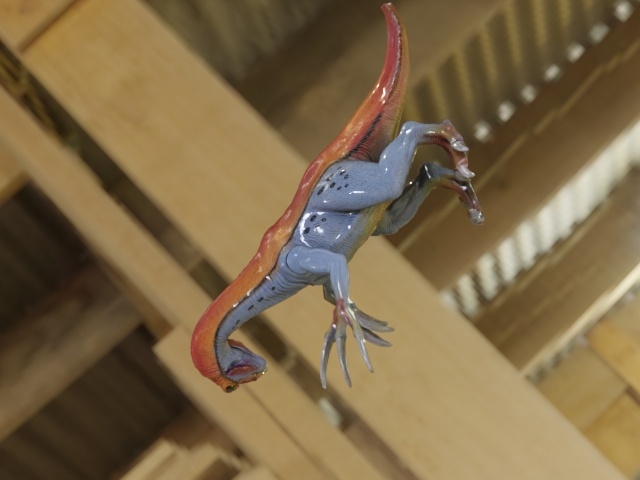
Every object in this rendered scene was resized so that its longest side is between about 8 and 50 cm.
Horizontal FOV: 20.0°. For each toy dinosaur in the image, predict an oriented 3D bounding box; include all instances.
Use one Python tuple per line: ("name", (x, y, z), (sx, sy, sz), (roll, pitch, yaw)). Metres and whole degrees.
("toy dinosaur", (0.000, 0.000, 0.458), (0.082, 0.090, 0.047), (-22, -22, -1))
